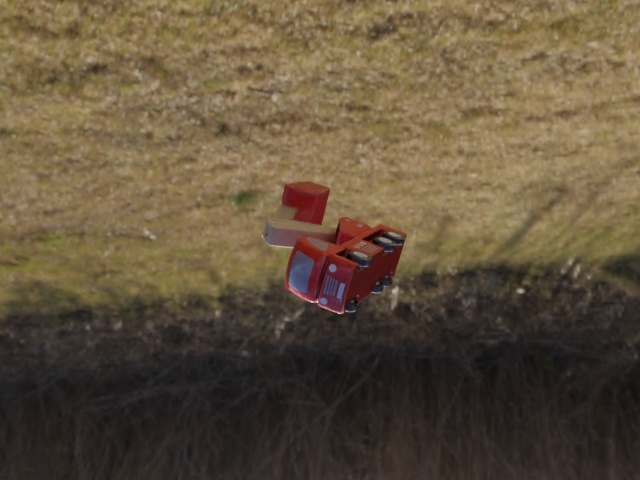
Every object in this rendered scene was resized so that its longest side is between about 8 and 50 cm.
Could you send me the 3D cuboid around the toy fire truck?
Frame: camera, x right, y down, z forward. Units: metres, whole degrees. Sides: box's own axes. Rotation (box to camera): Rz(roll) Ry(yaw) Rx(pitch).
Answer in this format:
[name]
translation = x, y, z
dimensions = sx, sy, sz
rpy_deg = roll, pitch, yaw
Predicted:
[toy fire truck]
translation = 0.000, 0.000, 0.792
dimensions = 0.135, 0.192, 0.047
rpy_deg = 20, 108, 18
